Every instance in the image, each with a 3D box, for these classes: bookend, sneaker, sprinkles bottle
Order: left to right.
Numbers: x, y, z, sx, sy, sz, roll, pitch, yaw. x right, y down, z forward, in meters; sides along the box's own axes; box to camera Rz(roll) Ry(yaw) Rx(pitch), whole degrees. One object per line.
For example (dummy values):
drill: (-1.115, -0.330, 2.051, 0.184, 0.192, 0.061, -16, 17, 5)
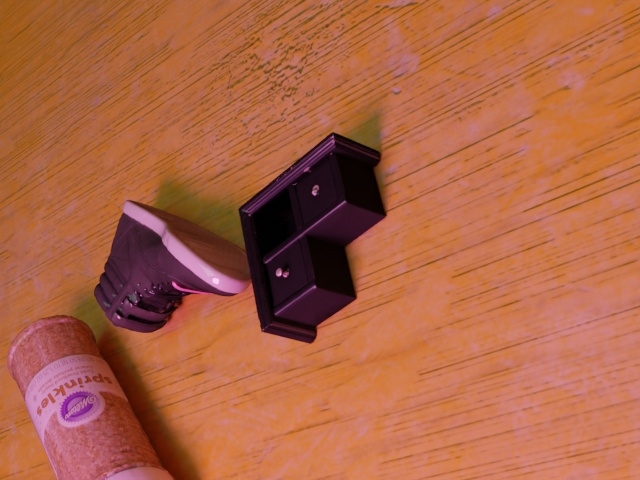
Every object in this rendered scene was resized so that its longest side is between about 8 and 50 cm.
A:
sprinkles bottle: (-0.276, 0.235, 1.353, 0.121, 0.121, 0.355, -59, 41, 15)
sneaker: (-0.177, 0.056, 1.330, 0.296, 0.105, 0.146, 26, 98, 56)
bookend: (0.000, 0.000, 1.168, 0.156, 0.072, 0.157, -36, 52, 34)
